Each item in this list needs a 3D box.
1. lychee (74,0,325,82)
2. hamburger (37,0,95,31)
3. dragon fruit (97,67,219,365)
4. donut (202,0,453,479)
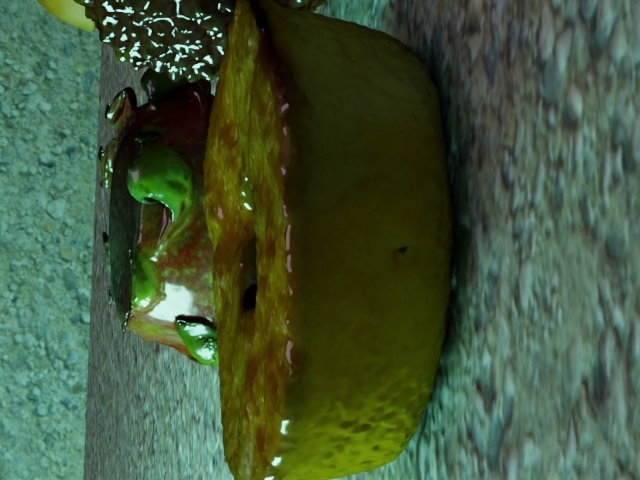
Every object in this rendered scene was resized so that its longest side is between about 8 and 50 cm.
[{"bbox_3d":[-0.084,-0.228,1.191,0.271,0.271,0.271,-176,90,-78],"label":"lychee"},{"bbox_3d":[-0.238,-0.355,1.930,0.276,0.237,0.276,-179,90,-79],"label":"hamburger"},{"bbox_3d":[-0.128,-0.022,1.566,0.295,0.130,0.268,153,120,-76],"label":"dragon fruit"},{"bbox_3d":[0.000,0.000,1.038,0.303,0.110,0.302,-179,90,-78],"label":"donut"}]
